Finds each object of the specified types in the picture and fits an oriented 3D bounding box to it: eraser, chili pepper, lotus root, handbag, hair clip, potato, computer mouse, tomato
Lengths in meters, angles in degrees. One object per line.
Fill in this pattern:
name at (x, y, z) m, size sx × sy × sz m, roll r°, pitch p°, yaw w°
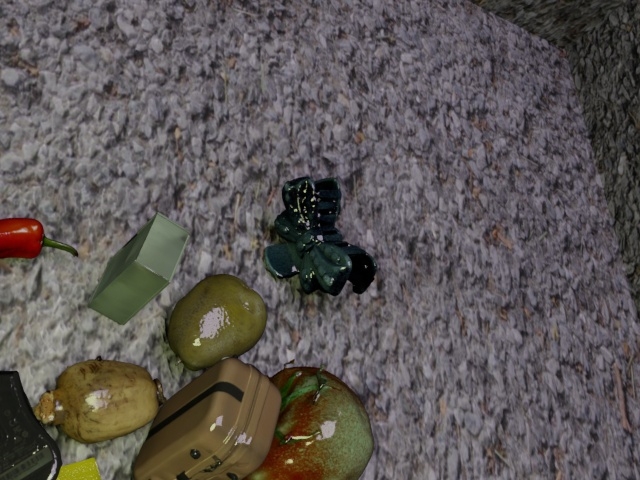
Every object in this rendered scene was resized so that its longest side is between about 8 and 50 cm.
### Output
eraser at (-0.450, 0.450, 1.569) m, size 0.122 × 0.045 × 0.097 m, roll -8°, pitch 69°, yaw -43°
chili pepper at (-0.641, 0.038, 1.659) m, size 0.368 × 0.091 × 0.137 m, roll -28°, pitch 102°, yaw -39°
lotus root at (-0.400, 0.294, 1.643) m, size 0.256 × 0.140 × 0.155 m, roll -3°, pitch 72°, yaw -47°
handbag at (-0.203, 0.340, 1.666) m, size 0.149 × 0.302 × 0.283 m, roll 37°, pitch 41°, yaw -15°
hair clip at (-0.002, 0.006, 2.106) m, size 0.194 × 0.206 × 0.310 m, roll 1°, pitch 59°, yaw -45°
potato at (-0.222, 0.177, 1.852) m, size 0.174 × 0.159 × 0.251 m, roll 35°, pitch 51°, yaw 16°
computer mouse at (-0.551, 0.338, 1.526) m, size 0.147 × 0.088 × 0.264 m, roll -26°, pitch 73°, yaw -21°
tomato at (-0.036, 0.407, 1.791) m, size 0.239 × 0.303 × 0.303 m, roll 50°, pitch 42°, yaw -27°

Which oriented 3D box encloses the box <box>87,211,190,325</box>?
box at (-0.361, 0.059, 1.759) m, size 0.086 × 0.225 × 0.130 m, roll 33°, pitch 48°, yaw -19°
